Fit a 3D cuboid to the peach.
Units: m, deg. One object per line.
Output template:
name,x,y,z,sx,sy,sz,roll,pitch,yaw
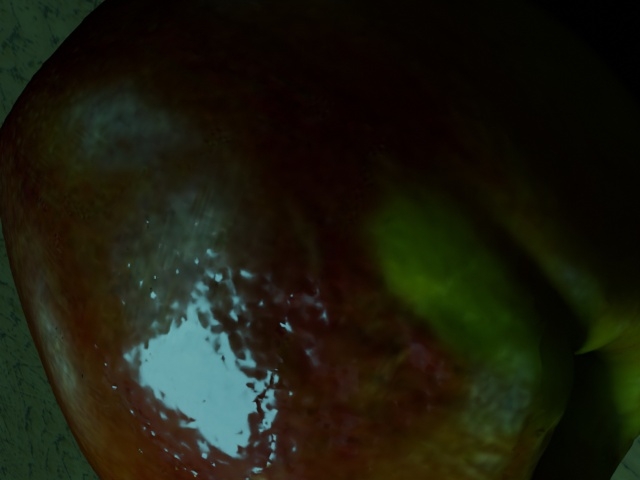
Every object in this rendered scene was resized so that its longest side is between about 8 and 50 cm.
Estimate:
peach,0.000,0.000,0.755,0.332,0.308,0.308,41,150,36
